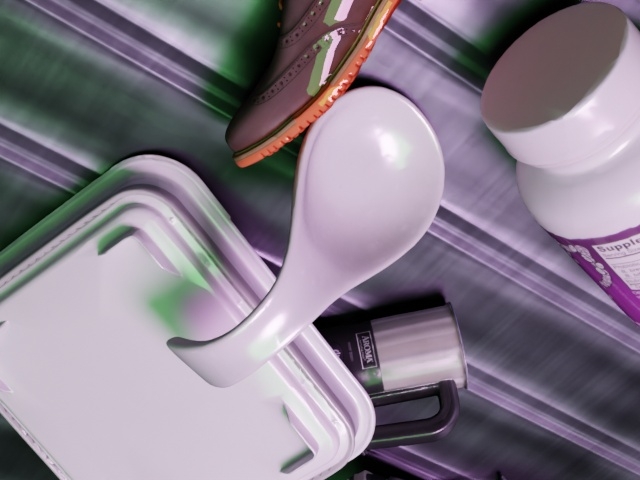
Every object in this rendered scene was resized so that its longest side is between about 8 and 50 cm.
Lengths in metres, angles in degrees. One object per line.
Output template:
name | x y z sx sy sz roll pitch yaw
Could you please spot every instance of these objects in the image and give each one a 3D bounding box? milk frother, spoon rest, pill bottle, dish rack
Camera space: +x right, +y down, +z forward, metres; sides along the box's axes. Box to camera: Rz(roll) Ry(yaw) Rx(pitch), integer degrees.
milk frother | 0.069 0.136 0.979 0.135 0.129 0.143 -10 170 1
spoon rest | 0.000 0.000 0.797 0.137 0.084 0.276 45 76 -25
pill bottle | 0.262 -0.042 0.811 0.169 0.169 0.301 -37 122 20
dish rack | -0.145 0.125 0.877 0.286 0.072 0.333 -34 103 17

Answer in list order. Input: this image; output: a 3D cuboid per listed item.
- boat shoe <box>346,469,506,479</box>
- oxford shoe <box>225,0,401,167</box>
boat shoe | 0.203 0.355 1.103 0.156 0.186 0.500 -41 126 16
oxford shoe | 0.003 -0.171 0.743 0.098 0.097 0.271 38 109 -10
